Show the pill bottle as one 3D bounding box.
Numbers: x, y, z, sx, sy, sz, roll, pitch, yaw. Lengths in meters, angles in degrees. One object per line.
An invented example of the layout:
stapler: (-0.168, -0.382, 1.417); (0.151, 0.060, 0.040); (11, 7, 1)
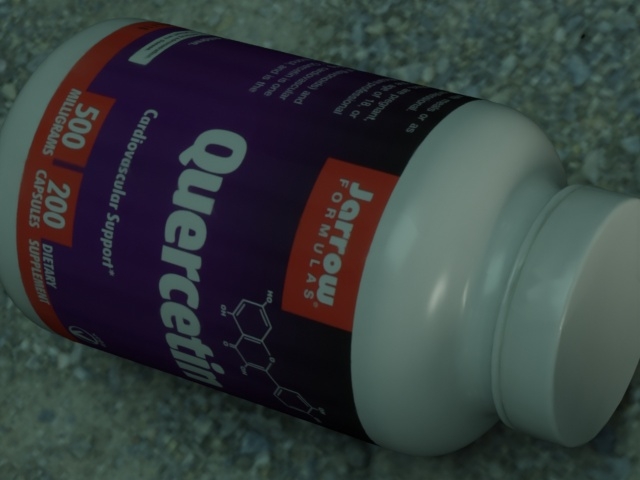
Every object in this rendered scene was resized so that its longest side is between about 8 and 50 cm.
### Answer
pill bottle: (0.000, 0.000, 0.966); (0.323, 0.181, 0.181); (16, 74, 28)
